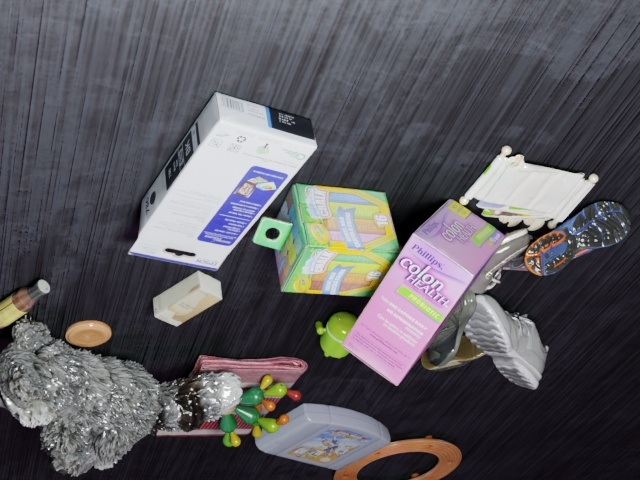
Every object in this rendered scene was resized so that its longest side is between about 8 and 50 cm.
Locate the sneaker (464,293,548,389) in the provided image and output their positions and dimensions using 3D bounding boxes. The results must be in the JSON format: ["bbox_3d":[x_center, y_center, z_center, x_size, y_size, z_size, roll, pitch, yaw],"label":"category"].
[{"bbox_3d":[0.381,0.186,2.090,0.105,0.115,0.281,11,150,43],"label":"sneaker"}]

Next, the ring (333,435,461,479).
[{"bbox_3d":[0.198,0.581,2.644,0.337,0.032,0.336,-9,146,-6],"label":"ring"}]

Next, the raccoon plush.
[{"bbox_3d":[-0.379,0.234,1.859,0.446,0.216,0.299,-22,144,-17],"label":"raccoon plush"}]

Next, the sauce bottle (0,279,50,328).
[{"bbox_3d":[-0.511,0.107,1.741,0.128,0.042,0.042,-29,142,27],"label":"sauce bottle"}]

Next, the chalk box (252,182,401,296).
[{"bbox_3d":[0.000,0.000,1.659,0.213,0.132,0.132,3,143,-21],"label":"chalk box"}]

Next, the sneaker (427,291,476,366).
[{"bbox_3d":[0.217,0.168,2.010,0.130,0.087,0.227,-2,141,-11],"label":"sneaker"}]

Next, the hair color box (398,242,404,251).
[{"bbox_3d":[0.113,0.034,1.821,0.072,0.043,0.141,-29,142,22],"label":"hair color box"}]

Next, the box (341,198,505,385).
[{"bbox_3d":[0.173,0.082,1.693,0.243,0.117,0.213,-60,169,27],"label":"box"}]

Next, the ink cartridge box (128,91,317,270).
[{"bbox_3d":[-0.159,-0.080,1.559,0.165,0.065,0.332,13,137,-31],"label":"ink cartridge box"}]

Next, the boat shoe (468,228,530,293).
[{"bbox_3d":[0.247,0.084,1.852,0.335,0.095,0.112,-29,178,28],"label":"boat shoe"}]

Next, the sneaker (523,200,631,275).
[{"bbox_3d":[0.452,-0.006,1.828,0.221,0.083,0.087,-23,178,-9],"label":"sneaker"}]

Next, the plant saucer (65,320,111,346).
[{"bbox_3d":[-0.429,0.175,1.889,0.083,0.013,0.083,-8,146,-6],"label":"plant saucer"}]

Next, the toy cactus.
[{"bbox_3d":[-0.159,0.337,2.086,0.180,0.112,0.219,29,134,-24],"label":"toy cactus"}]

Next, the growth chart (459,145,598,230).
[{"bbox_3d":[0.355,-0.081,1.747,0.237,0.021,0.172,11,140,-30],"label":"growth chart"}]

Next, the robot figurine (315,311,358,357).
[{"bbox_3d":[0.039,0.184,1.992,0.101,0.067,0.115,10,141,-10],"label":"robot figurine"}]

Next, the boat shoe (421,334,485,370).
[{"bbox_3d":[0.290,0.239,2.166,0.152,0.056,0.049,-16,155,16],"label":"boat shoe"}]

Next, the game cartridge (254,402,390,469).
[{"bbox_3d":[0.018,0.462,2.401,0.198,0.062,0.297,-32,141,33],"label":"game cartridge"}]

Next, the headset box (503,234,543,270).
[{"bbox_3d":[0.371,0.024,1.893,0.062,0.032,0.083,5,141,-23],"label":"headset box"}]

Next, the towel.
[{"bbox_3d":[-0.199,0.334,2.170,0.237,0.037,0.329,6,144,-27],"label":"towel"}]

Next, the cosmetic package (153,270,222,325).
[{"bbox_3d":[-0.237,0.104,1.819,0.115,0.041,0.060,-32,141,27],"label":"cosmetic package"}]
